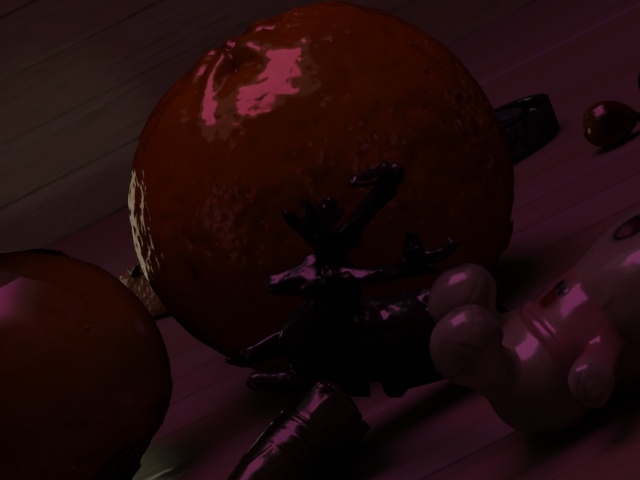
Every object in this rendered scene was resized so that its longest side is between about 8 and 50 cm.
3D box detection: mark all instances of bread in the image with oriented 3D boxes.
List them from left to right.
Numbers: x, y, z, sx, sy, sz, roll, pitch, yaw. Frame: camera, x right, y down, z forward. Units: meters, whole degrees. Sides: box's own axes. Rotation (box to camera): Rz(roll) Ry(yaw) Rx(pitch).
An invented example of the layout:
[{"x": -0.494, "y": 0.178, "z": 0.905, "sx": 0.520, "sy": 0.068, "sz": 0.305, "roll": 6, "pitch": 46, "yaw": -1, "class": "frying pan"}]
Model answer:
[{"x": -0.179, "y": 0.040, "z": 2.212, "sx": 0.149, "sy": 0.073, "sz": 0.122, "roll": -19, "pitch": 11, "yaw": 40, "class": "bread"}]

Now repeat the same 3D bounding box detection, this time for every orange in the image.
[{"x": -0.007, "y": -0.051, "z": 1.538, "sx": 0.341, "sy": 0.293, "sz": 0.340, "roll": -27, "pitch": 17, "yaw": 9, "class": "orange"}]

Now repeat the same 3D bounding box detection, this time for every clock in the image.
[{"x": 0.182, "y": -0.108, "z": 2.123, "sx": 0.215, "sy": 0.042, "sz": 0.215, "roll": -26, "pitch": 10, "yaw": 5, "class": "clock"}]

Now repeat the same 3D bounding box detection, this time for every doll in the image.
[{"x": 0.201, "y": 0.040, "z": 1.111, "sx": 0.275, "sy": 0.113, "sz": 0.155, "roll": -20, "pitch": 18, "yaw": -1, "class": "doll"}]

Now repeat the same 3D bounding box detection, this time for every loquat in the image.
[{"x": -0.239, "y": 0.120, "z": 1.484, "sx": 0.235, "sy": 0.235, "sz": 0.235, "roll": -26, "pitch": 10, "yaw": 5, "class": "loquat"}]

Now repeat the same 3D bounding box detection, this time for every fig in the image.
[{"x": 0.314, "y": -0.125, "z": 1.866, "sx": 0.083, "sy": 0.050, "sz": 0.050, "roll": -10, "pitch": 4, "yaw": -18, "class": "fig"}]

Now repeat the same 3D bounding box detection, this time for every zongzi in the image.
[{"x": -0.032, "y": 0.173, "z": 1.243, "sx": 0.154, "sy": 0.062, "sz": 0.130, "roll": -46, "pitch": -8, "yaw": -15, "class": "zongzi"}]

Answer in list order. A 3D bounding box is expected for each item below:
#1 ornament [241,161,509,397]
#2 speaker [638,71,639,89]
[{"x": 0.057, "y": 0.028, "z": 1.215, "sx": 0.202, "sy": 0.080, "sz": 0.236, "roll": -7, "pitch": -31, "yaw": -13, "class": "ornament"}, {"x": 0.380, "y": -0.169, "z": 1.853, "sx": 0.075, "sy": 0.060, "sz": 0.094, "roll": -31, "pitch": 10, "yaw": -16, "class": "speaker"}]
